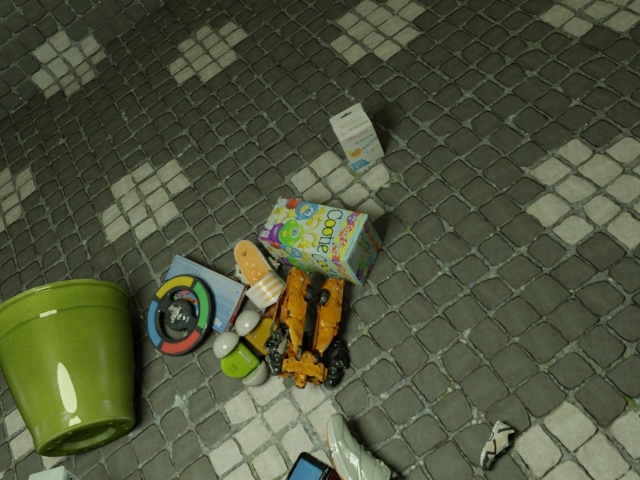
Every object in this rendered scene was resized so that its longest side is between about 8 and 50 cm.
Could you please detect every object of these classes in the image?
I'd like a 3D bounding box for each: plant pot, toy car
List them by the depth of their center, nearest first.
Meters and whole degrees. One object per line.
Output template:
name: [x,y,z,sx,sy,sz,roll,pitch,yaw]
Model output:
toy car: [-0.180,0.264,1.521,0.182,0.159,0.136,-45,18,-9]
plant pot: [-0.638,0.347,1.548,0.366,0.366,0.353,-26,64,5]

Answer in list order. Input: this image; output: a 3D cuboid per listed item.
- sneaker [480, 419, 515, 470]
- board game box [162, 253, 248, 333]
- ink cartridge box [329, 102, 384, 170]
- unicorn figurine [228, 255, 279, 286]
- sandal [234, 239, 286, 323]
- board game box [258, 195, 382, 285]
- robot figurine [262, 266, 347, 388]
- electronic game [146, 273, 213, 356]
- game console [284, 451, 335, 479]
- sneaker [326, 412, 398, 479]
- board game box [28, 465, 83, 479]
sneaker: [0.363,0.425,1.231,0.043,0.040,0.109,22,70,31]
board game box: [-0.338,0.148,1.700,0.281,0.027,0.145,21,83,32]
ink cartridge box: [0.106,-0.294,1.720,0.104,0.181,0.062,-28,52,5]
unicorn figurine: [-0.181,0.082,1.684,0.162,0.060,0.111,-51,53,7]
sandal: [-0.166,0.111,1.594,0.102,0.076,0.265,-43,71,15]
board game box: [0.000,0.000,1.598,0.275,0.144,0.142,13,65,30]
robot figurine: [-0.030,0.221,1.471,0.210,0.085,0.291,16,64,-14]
electronic game: [-0.394,0.206,1.667,0.229,0.048,0.230,-9,69,25]
game console: [-0.039,0.543,1.303,0.085,0.124,0.144,29,72,7]
sneaker: [0.097,0.488,1.282,0.120,0.099,0.263,-21,60,-1]
board game box: [-0.512,0.654,1.268,0.097,0.303,0.224,-18,41,11]
